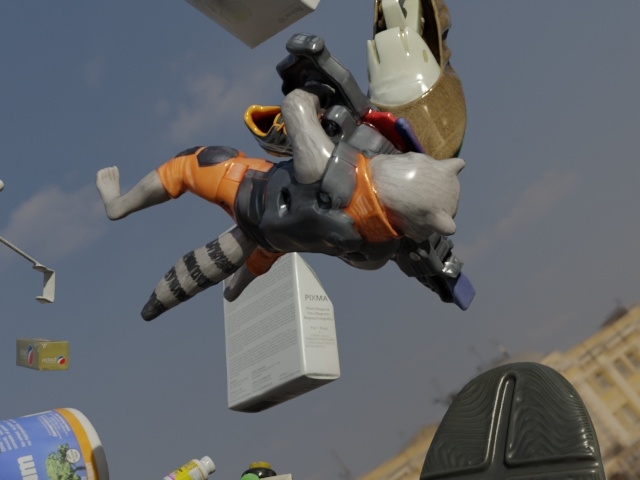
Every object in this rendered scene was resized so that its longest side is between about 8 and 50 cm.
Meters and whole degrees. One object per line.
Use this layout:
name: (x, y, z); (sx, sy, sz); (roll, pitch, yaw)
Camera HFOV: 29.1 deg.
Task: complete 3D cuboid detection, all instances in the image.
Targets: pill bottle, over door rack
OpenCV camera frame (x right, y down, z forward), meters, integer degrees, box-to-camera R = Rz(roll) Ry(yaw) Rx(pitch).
pill bottle: (-0.213, 0.385, 2.012); (0.083, 0.043, 0.043); (-29, -20, -32)
pill bottle: (-0.393, 0.291, 1.413); (0.272, 0.152, 0.152); (-9, -32, -36)
over door rack: (-0.586, -0.016, 1.923); (0.239, 0.108, 0.324); (-4, -34, 19)

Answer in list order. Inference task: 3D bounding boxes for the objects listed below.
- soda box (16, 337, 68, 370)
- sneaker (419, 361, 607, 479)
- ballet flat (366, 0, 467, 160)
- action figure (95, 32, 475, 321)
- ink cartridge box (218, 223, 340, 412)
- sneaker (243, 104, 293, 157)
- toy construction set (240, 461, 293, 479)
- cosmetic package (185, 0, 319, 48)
soda box: (-0.565, 0.229, 2.500); (0.061, 0.058, 0.181); (1, -3, -28)
sneaker: (0.198, 0.343, 1.047); (0.169, 0.448, 0.257); (-10, -24, 25)
ballet flat: (0.099, -0.213, 1.409); (0.116, 0.342, 0.124); (-14, -52, 18)
action figure: (0.000, 0.000, 1.133); (0.330, 0.341, 0.178); (-15, 38, 39)
ink cartridge box: (-0.056, 0.079, 1.517); (0.066, 0.232, 0.189); (11, -24, -30)
sneaker: (-0.030, -0.162, 1.844); (0.083, 0.215, 0.084); (39, -114, -44)
toy construction set: (-0.050, 0.490, 1.954); (0.237, 0.308, 0.257); (79, -149, -49)
cosmetic package: (-0.117, -0.426, 1.853); (0.224, 0.224, 0.138); (-15, 46, 62)
